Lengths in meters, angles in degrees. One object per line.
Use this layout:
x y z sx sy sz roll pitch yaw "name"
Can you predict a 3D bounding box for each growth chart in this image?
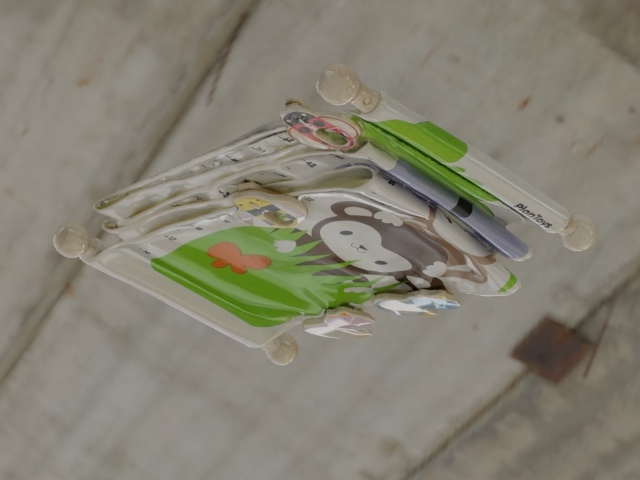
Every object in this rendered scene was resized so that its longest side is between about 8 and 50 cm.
0.000 0.000 0.729 0.172 0.021 0.237 26 -30 -30 "growth chart"
